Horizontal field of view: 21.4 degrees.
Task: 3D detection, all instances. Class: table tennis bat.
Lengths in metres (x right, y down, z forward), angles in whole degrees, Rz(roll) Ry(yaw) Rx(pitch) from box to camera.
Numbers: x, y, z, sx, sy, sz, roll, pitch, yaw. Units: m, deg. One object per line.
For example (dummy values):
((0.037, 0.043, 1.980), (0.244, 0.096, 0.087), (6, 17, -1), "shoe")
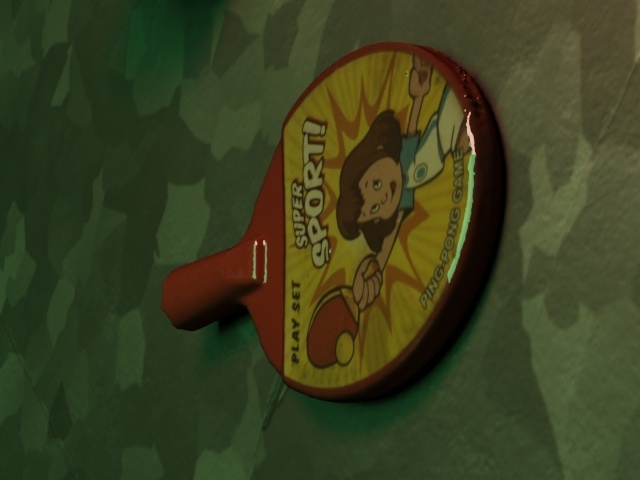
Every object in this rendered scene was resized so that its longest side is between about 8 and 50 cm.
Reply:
((0.000, 0.000, 1.303), (0.415, 0.051, 0.268), (-23, 62, 52), "table tennis bat")
